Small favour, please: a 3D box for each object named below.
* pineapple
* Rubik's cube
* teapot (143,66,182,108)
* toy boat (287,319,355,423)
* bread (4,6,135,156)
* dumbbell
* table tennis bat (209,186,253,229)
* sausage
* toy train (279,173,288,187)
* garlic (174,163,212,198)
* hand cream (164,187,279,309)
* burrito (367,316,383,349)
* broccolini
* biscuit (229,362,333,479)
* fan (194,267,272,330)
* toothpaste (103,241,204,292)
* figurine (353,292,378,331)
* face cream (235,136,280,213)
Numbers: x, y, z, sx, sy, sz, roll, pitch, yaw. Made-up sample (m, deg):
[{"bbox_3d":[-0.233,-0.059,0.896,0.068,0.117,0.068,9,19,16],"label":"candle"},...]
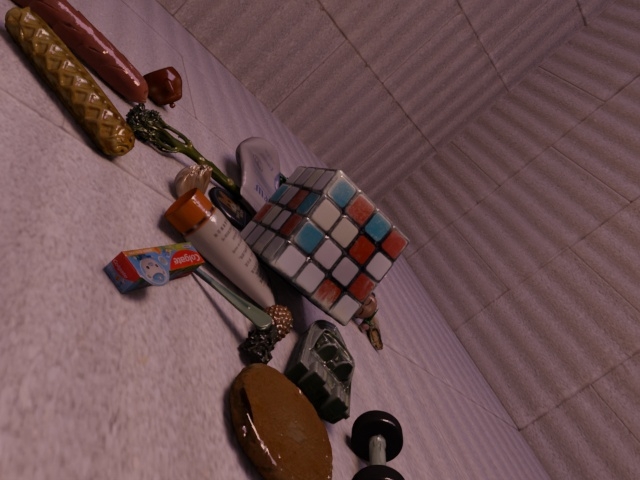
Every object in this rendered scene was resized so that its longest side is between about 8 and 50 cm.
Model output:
[{"bbox_3d":[-0.099,0.176,0.883,0.074,0.074,0.159,48,21,-5],"label":"pineapple"},{"bbox_3d":[0.000,0.001,1.123,0.256,0.253,0.259,43,-10,-26],"label":"Rubik's cube"},{"bbox_3d":[-0.450,-0.436,1.386,0.116,0.116,0.173,42,-12,-29],"label":"teapot"},{"bbox_3d":[0.015,0.244,0.996,0.141,0.092,0.319,50,12,-6],"label":"toy boat"},{"bbox_3d":[-0.492,-0.311,0.942,0.077,0.084,0.367,-38,84,-34],"label":"bread"},{"bbox_3d":[0.101,0.394,0.843,0.100,0.100,0.191,48,14,-7],"label":"dumbbell"},{"bbox_3d":[-0.204,-0.058,1.284,0.236,0.027,0.150,41,15,-24],"label":"table tennis bat"},{"bbox_3d":[-0.584,-0.495,1.137,0.433,0.088,0.088,43,15,-25],"label":"sausage"},{"bbox_3d":[-0.181,-0.243,1.778,0.170,0.071,0.111,40,7,-32],"label":"toy train"},{"bbox_3d":[-0.291,-0.131,1.088,0.074,0.094,0.113,10,19,7],"label":"garlic"},{"bbox_3d":[-0.178,0.030,0.989,0.314,0.089,0.139,49,7,-22],"label":"hand cream"},{"bbox_3d":[0.166,0.279,1.496,0.055,0.041,0.149,59,9,-22],"label":"burrito"},{"bbox_3d":[-0.339,-0.211,1.234,0.074,0.079,0.392,46,1,38],"label":"broccolini"},{"bbox_3d":[-0.059,0.290,0.739,0.226,0.042,0.226,46,12,-13],"label":"biscuit"},{"bbox_3d":[-0.168,0.098,0.866,0.193,0.016,0.038,35,29,11],"label":"fan"},{"bbox_3d":[-0.255,0.047,0.777,0.070,0.044,0.193,52,14,6],"label":"toothpaste"},{"bbox_3d":[0.135,0.202,1.490,0.144,0.114,0.178,53,5,24],"label":"figurine"},{"bbox_3d":[-0.191,-0.182,1.493,0.235,0.137,0.420,57,14,-39],"label":"face cream"}]
